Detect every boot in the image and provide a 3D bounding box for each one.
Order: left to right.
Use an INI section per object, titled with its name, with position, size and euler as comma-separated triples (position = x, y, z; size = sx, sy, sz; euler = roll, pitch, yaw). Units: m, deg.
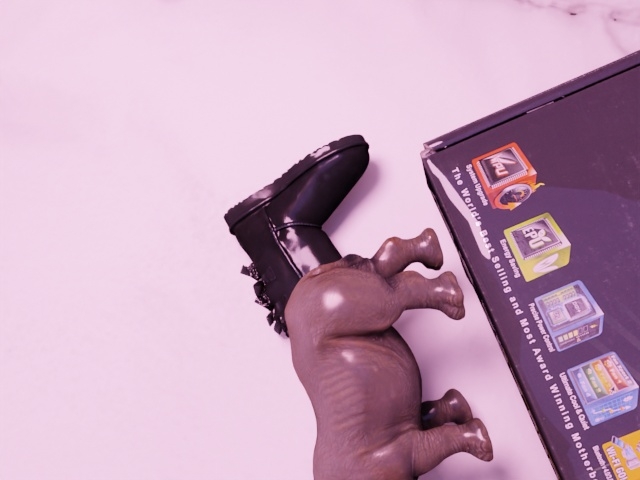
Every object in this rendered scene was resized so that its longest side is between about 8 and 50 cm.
[boot]
position = 0.000, 0.000, 0.736
size = 0.121, 0.045, 0.099
euler = -33, 71, 11

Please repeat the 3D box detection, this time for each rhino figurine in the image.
[rhino figurine]
position = 0.045, 0.120, 0.679
size = 0.106, 0.073, 0.243
euler = -11, 92, -6

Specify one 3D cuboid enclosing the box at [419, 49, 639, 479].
[box]
position = 0.277, 0.065, 0.637
size = 0.318, 0.097, 0.394
euler = -22, 74, 3
